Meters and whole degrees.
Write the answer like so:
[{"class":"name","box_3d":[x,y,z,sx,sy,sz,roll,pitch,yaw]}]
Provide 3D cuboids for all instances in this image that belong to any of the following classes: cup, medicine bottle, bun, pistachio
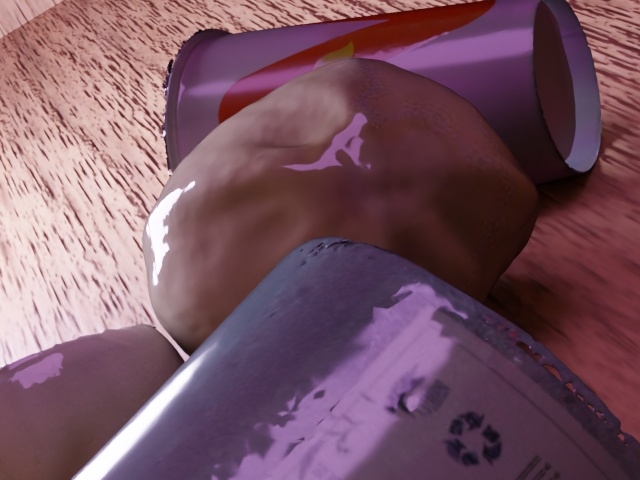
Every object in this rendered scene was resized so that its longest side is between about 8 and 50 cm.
[{"class":"cup","box_3d":[0.051,-0.093,1.285,0.288,0.203,0.203,-9,29,27]},{"class":"medicine bottle","box_3d":[-0.019,0.179,0.692,0.290,0.245,0.245,-44,25,-19]},{"class":"bun","box_3d":[-0.162,0.132,1.128,0.173,0.120,0.173,-21,-8,-3]},{"class":"pistachio","box_3d":[0.000,0.000,1.125,0.226,0.207,0.332,7,-21,-36]}]
